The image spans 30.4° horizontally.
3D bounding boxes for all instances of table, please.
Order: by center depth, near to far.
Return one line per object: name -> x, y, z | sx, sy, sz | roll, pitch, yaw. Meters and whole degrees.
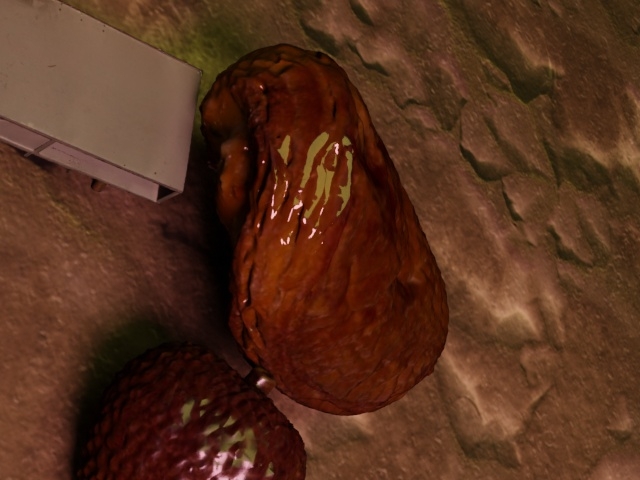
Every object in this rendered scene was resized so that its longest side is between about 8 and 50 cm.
table -> -0.233, -0.121, 0.981 | 0.240, 0.111, 0.121 | 24, 61, -35

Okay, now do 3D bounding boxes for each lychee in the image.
lychee -> -0.104, 0.174, 0.956 | 0.194, 0.194, 0.194 | 14, 68, -38

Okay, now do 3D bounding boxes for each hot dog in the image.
hot dog -> 0.000, 0.000, 1.059 | 0.387, 0.174, 0.267 | 59, 20, -55
